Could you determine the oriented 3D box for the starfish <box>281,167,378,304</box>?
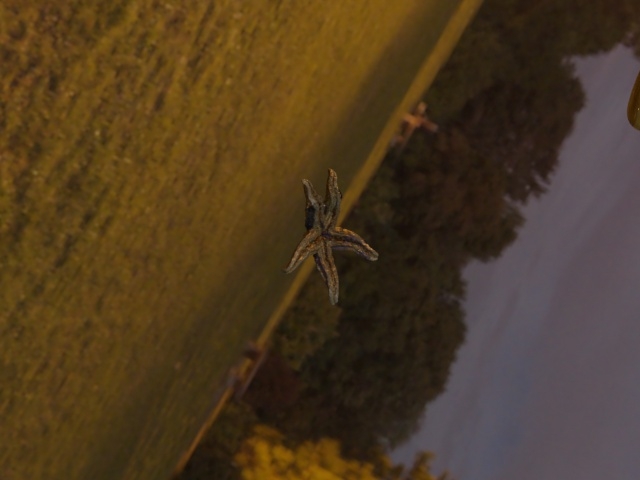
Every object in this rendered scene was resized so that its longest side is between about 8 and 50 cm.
[{"bbox_3d":[0.000,0.000,1.624,0.053,0.208,0.176,-5,-158,44],"label":"starfish"}]

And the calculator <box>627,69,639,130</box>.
[{"bbox_3d":[0.444,-0.206,1.307,0.146,0.032,0.235,-25,149,-18],"label":"calculator"}]
